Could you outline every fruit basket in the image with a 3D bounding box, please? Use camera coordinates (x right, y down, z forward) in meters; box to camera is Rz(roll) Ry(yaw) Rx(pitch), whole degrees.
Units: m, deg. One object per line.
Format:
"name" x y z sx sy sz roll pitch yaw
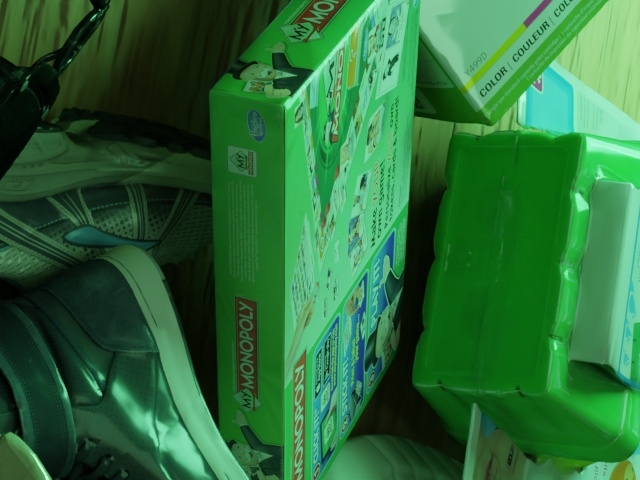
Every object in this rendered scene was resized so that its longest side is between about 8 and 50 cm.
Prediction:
"fruit basket" 0.219 0.056 1.285 0.353 0.165 0.327 25 71 -48

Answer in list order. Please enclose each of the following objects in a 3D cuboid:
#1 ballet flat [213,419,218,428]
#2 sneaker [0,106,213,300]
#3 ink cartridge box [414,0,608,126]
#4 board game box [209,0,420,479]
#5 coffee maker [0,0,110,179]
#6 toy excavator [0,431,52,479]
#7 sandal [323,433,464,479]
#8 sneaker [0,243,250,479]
"ballet flat" -0.149 0.091 0.999 0.248 0.086 0.086 13 84 -43
"sneaker" -0.143 -0.012 0.991 0.283 0.110 0.122 5 103 -39
"ink cartridge box" 0.073 -0.229 1.102 0.189 0.097 0.255 -47 117 -15
"board game box" 0.000 0.000 1.030 0.213 0.046 0.317 -53 152 -49
"coffee maker" -0.226 -0.094 0.826 0.178 0.120 0.171 37 61 3
"toy excavator" -0.246 -0.077 0.655 0.432 0.222 0.445 21 77 -1
"sandal" 0.128 0.257 1.254 0.416 0.169 0.102 24 117 -43
"sneaker" -0.126 0.130 0.890 0.163 0.086 0.226 -22 86 -40
